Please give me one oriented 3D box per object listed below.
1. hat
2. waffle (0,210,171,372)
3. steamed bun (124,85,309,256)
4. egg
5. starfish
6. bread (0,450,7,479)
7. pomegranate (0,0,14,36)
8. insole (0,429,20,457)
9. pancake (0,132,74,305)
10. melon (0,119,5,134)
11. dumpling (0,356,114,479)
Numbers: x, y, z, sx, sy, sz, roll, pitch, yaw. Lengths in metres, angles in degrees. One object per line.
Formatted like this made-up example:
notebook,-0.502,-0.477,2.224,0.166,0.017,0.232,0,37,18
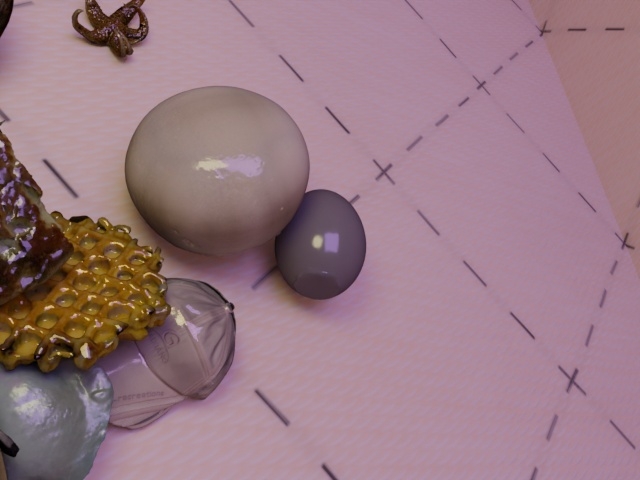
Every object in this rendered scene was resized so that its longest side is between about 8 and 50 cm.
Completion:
hat,-0.252,0.153,0.932,0.219,0.164,0.226,57,25,11
waffle,-0.377,0.060,0.888,0.330,0.062,0.329,10,37,-7
steamed bun,-0.175,-0.137,1.065,0.325,0.206,0.324,5,46,-5
egg,0.000,0.000,1.184,0.176,0.176,0.231,19,50,-25
starfish,-0.421,-0.459,1.249,0.146,0.074,0.189,32,48,-17
bread,-0.394,0.329,0.662,0.110,0.210,0.192,-10,68,-34
pomegranate,-0.656,-0.414,0.951,0.341,0.284,0.285,34,41,24
insole,-0.483,0.167,0.726,0.310,0.110,0.012,33,53,3
pancake,-0.526,-0.031,0.710,0.427,0.067,0.304,-15,91,-41
melon,-0.554,-0.098,0.842,0.182,0.182,0.287,44,46,-4
dumpling,-0.367,0.225,0.819,0.149,0.105,0.216,-19,71,-41
